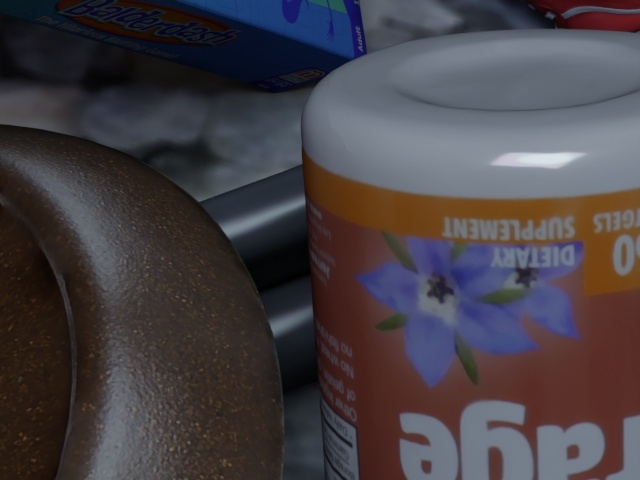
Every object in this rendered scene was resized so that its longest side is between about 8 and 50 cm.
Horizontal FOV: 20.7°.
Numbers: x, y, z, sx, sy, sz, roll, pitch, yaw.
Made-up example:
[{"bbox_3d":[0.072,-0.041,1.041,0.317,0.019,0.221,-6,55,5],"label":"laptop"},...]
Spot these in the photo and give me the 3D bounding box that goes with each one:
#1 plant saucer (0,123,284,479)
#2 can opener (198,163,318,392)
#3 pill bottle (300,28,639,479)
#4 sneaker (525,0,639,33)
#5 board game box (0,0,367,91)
[{"bbox_3d":[-0.161,0.079,0.521,0.310,0.050,0.311,-13,53,18],"label":"plant saucer"},{"bbox_3d":[0.000,0.000,0.579,0.283,0.095,0.076,-20,69,-6],"label":"can opener"},{"bbox_3d":[0.061,0.057,0.495,0.121,0.121,0.216,-4,110,2],"label":"pill bottle"},{"bbox_3d":[0.081,-0.101,0.646,0.118,0.067,0.042,26,73,44],"label":"sneaker"},{"bbox_3d":[-0.064,-0.144,0.565,0.047,0.210,0.160,-13,80,30],"label":"board game box"}]
